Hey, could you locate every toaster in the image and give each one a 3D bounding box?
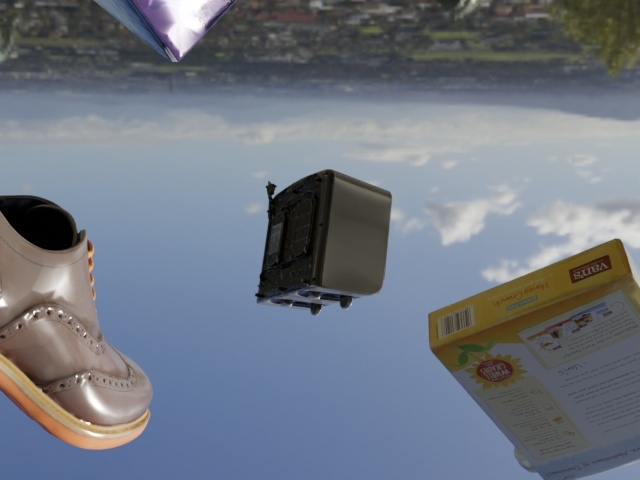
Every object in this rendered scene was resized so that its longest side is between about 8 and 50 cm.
[{"bbox_3d":[0.000,0.000,1.150,0.110,0.185,0.168,16,161,-28],"label":"toaster"}]

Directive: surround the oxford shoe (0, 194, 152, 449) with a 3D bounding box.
[{"bbox_3d":[-0.197,0.054,0.634,0.130,0.132,0.363,32,168,25],"label":"oxford shoe"}]

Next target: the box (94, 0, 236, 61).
[{"bbox_3d":[-0.077,-0.238,0.511,0.108,0.207,0.153,40,176,22],"label":"box"}]

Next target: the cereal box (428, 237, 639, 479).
[{"bbox_3d":[0.225,0.117,0.753,0.173,0.240,0.047,-25,-143,23],"label":"cereal box"}]

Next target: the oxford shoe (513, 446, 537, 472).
[{"bbox_3d":[0.480,0.212,1.216,0.449,0.130,0.169,-31,-171,1],"label":"oxford shoe"}]
